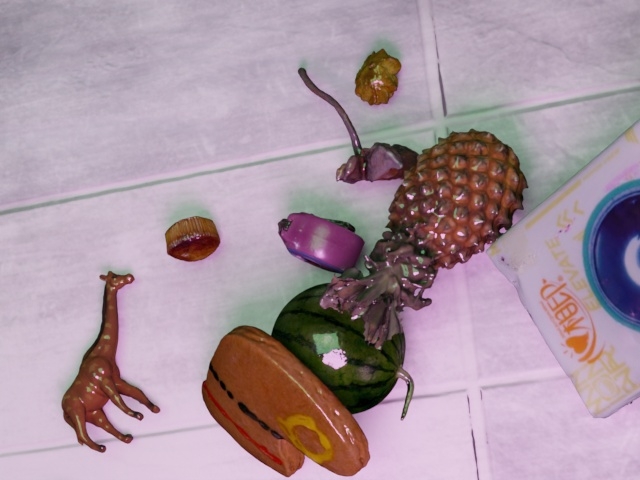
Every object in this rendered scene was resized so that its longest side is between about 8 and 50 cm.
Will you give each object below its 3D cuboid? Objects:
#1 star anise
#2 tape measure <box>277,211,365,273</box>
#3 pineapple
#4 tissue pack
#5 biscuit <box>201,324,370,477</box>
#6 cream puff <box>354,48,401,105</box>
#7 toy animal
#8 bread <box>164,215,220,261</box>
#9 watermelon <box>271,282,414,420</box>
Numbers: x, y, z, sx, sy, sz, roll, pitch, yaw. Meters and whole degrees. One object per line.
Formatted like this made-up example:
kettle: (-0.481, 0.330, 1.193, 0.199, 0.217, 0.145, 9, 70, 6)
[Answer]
star anise: (0.056, -0.184, 1.954, 0.148, 0.218, 0.227, -14, 85, -29)
tape measure: (0.000, 0.000, 1.918, 0.125, 0.118, 0.074, 20, 85, 18)
pineapple: (0.136, -0.008, 1.791, 0.175, 0.175, 0.361, 38, 60, 22)
tissue pack: (0.436, 0.009, 1.661, 0.388, 0.162, 0.287, -44, 68, 39)
biscuit: (-0.060, 0.253, 1.812, 0.052, 0.277, 0.262, -37, 77, -32)
cream puff: (0.085, -0.249, 1.983, 0.083, 0.058, 0.083, -45, 66, 5)
toy animal: (-0.325, 0.185, 2.004, 0.224, 0.066, 0.229, -44, 63, 3)
bread: (-0.196, 0.003, 1.998, 0.085, 0.085, 0.053, -21, 64, 12)
watermelon: (0.037, 0.154, 1.828, 0.215, 0.188, 0.188, 16, 82, 17)
